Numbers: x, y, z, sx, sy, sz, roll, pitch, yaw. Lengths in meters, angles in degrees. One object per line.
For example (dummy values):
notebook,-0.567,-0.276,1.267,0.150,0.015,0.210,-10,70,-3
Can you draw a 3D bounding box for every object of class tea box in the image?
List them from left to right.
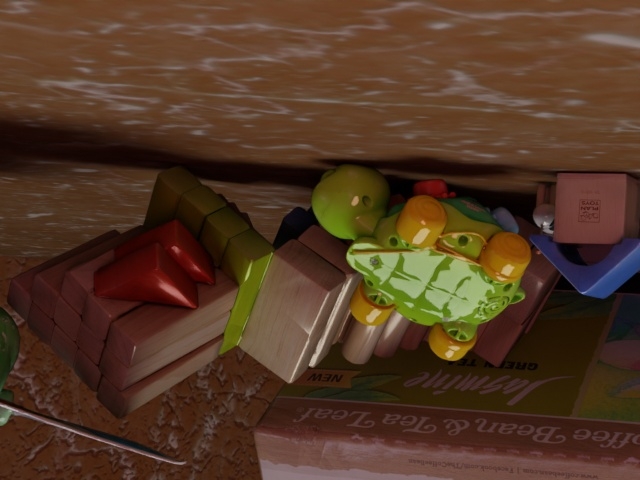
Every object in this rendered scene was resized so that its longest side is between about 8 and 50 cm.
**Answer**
tea box,0.172,0.152,1.061,0.329,0.220,0.323,2,-154,21

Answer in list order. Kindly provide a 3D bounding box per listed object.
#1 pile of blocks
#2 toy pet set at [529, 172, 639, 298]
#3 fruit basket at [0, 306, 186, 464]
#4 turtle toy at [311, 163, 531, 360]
pile of blocks,0.000,0.000,0.917,0.362,0.149,0.112,-4,137,-28
toy pet set,0.172,0.001,0.835,0.122,0.065,0.114,2,176,26
fruit basket,-0.278,0.044,0.836,0.353,0.165,0.327,16,172,-22
turtle toy,0.054,0.002,0.828,0.130,0.066,0.095,24,134,-5
